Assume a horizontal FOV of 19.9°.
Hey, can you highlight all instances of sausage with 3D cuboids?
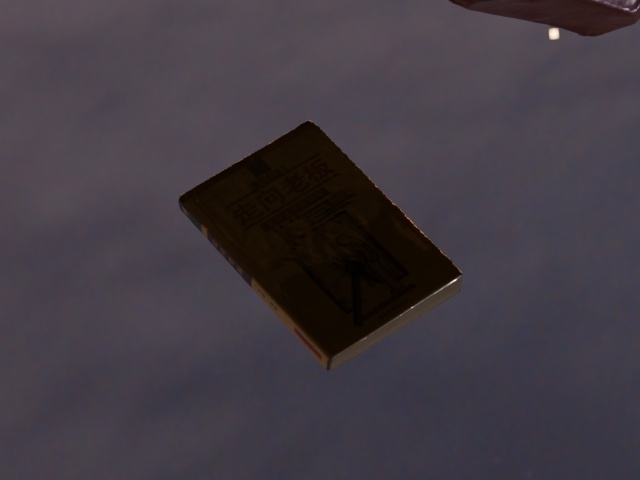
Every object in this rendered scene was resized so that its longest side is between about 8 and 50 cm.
[{"bbox_3d":[0.195,-0.249,1.570,0.258,0.133,0.133,3,-160,-37],"label":"sausage"}]

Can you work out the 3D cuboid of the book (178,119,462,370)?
[{"bbox_3d":[0.000,0.000,1.683,0.161,0.026,0.231,-31,-120,-24],"label":"book"}]
